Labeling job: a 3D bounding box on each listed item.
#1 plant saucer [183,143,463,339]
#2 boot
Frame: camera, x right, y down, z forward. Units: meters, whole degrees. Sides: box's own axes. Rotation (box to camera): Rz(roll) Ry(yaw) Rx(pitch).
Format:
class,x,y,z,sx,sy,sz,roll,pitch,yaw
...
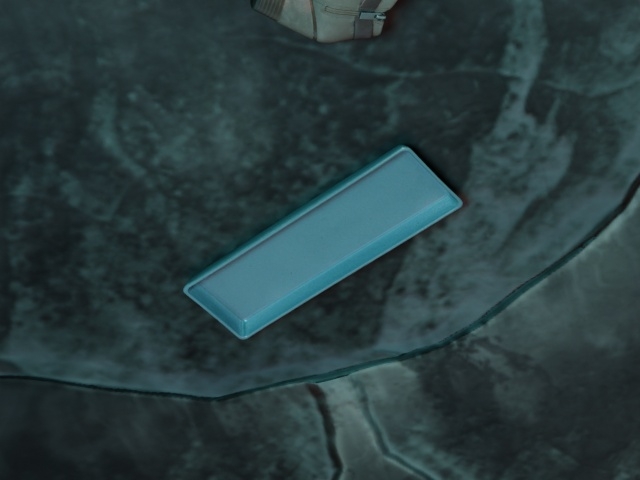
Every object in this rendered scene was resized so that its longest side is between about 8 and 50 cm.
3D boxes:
class,x,y,z,sx,sy,sz,roll,pitch,yaw
plant saucer,0.000,0.000,1.294,0.192,0.018,0.067,-32,127,22
boot,0.011,-0.169,1.132,0.087,0.042,0.118,6,132,-19
